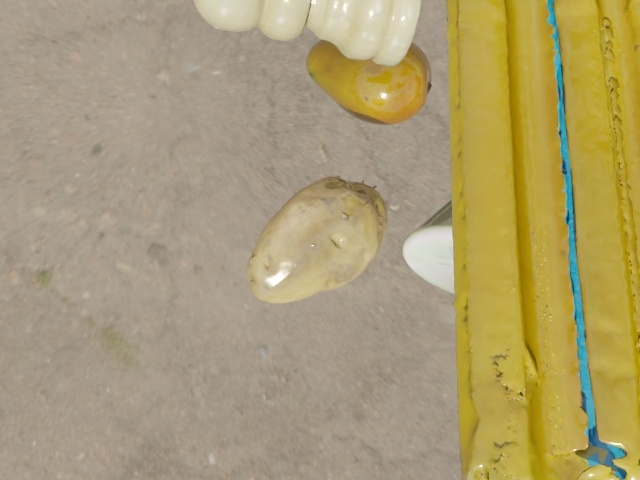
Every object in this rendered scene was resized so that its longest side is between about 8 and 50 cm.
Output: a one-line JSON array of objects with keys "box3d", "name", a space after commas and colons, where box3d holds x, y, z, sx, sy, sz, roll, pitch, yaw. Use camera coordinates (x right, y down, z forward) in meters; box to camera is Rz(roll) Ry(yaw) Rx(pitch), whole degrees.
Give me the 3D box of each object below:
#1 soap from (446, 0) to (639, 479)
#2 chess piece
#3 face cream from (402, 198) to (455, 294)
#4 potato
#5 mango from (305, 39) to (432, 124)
[{"box3d": [0.174, -0.006, 0.541, 0.204, 0.096, 0.325, 0, 65, 7], "name": "soap"}, {"box3d": [-0.025, -0.334, 1.308, 0.299, 0.167, 0.167, 3, 98, -15], "name": "chess piece"}, {"box3d": [0.246, -0.067, 0.904, 0.348, 0.173, 0.081, -38, 117, -29], "name": "face cream"}, {"box3d": [-0.002, -0.004, 1.381, 0.234, 0.128, 0.161, -18, 99, -19], "name": "potato"}, {"box3d": [0.091, -0.294, 1.649, 0.175, 0.254, 0.139, -17, 130, -25], "name": "mango"}]
